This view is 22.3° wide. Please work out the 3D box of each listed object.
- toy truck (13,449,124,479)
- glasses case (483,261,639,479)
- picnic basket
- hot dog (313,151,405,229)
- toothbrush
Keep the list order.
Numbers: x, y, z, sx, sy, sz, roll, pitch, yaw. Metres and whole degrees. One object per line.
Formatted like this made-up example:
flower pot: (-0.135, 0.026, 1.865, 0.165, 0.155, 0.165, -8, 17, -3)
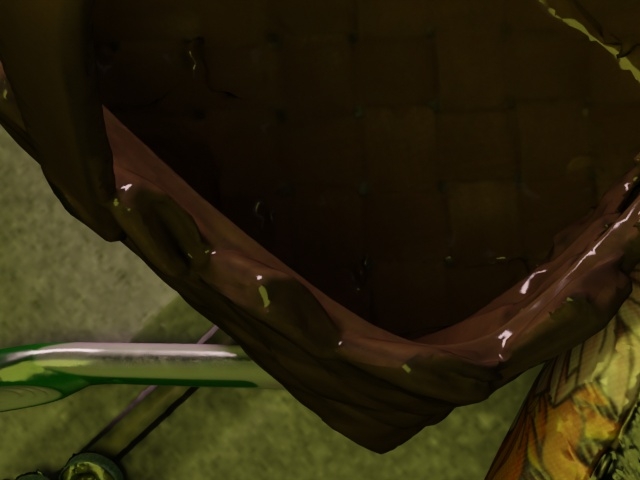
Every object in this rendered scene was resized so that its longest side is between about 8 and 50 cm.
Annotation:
toy truck: (-0.143, 0.172, 0.738, 0.169, 0.077, 0.100, -24, 104, 18)
glasses case: (0.091, 0.131, 0.622, 0.082, 0.122, 0.321, 25, 106, 12)
picnic basket: (0.010, -0.102, 0.496, 0.291, 0.321, 0.254, 40, 74, 9)
hot dog: (0.000, -0.002, 0.670, 0.140, 0.060, 0.089, 4, 104, 26)
toothbrush: (-0.133, 0.065, 0.732, 0.418, 0.042, 0.040, 0, 67, 20)
